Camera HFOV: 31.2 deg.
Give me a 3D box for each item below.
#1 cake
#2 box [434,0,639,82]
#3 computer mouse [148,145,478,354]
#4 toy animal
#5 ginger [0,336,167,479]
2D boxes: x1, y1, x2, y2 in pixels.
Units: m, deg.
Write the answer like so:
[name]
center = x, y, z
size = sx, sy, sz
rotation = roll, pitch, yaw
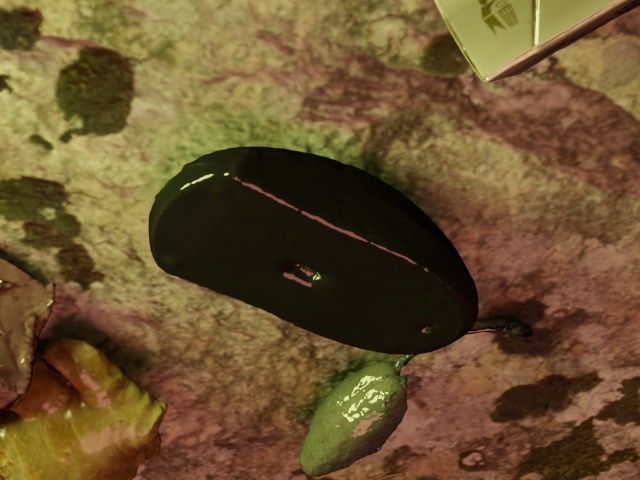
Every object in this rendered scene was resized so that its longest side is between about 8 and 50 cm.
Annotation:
[cake]
center = -0.337, 0.122, 0.963
size = 0.116, 0.112, 0.295
rotation = 28, 132, -29
[box]
center = 0.196, -0.183, 0.682
size = 0.243, 0.155, 0.067
rotation = -29, 89, 19
[computer mouse]
center = 0.000, 0.000, 0.892
size = 0.270, 0.086, 0.137
rotation = 23, 134, -18
[toy animal]
center = 0.074, 0.136, 1.072
size = 0.253, 0.070, 0.079
rotation = -39, 165, 14
[ginger]
center = -0.234, 0.179, 1.031
size = 0.157, 0.102, 0.216
rotation = 34, 123, -28
